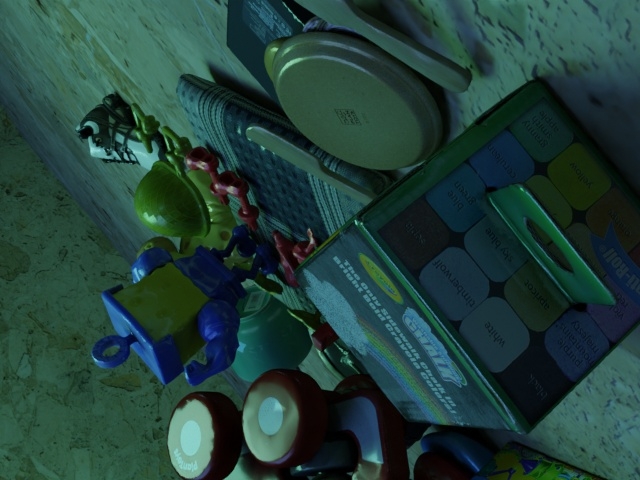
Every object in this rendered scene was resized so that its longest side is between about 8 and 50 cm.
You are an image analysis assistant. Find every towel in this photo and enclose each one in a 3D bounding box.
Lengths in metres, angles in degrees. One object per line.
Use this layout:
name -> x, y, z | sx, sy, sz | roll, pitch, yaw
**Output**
towel -> 0.000, 0.000, 0.793 | 0.312, 0.056, 0.324 | 32, 152, 41

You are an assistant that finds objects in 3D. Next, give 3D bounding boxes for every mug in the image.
mug -> -0.093, 0.119, 1.116 | 0.157, 0.129, 0.097 | 29, 149, 52

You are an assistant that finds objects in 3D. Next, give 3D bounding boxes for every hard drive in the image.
hard drive -> -0.035, -0.156, 0.585 | 0.094, 0.022, 0.135 | 49, 163, 8

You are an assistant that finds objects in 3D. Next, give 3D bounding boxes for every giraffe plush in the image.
giraffe plush -> -0.175, 0.027, 1.067 | 0.210, 0.170, 0.181 | 36, 157, 41

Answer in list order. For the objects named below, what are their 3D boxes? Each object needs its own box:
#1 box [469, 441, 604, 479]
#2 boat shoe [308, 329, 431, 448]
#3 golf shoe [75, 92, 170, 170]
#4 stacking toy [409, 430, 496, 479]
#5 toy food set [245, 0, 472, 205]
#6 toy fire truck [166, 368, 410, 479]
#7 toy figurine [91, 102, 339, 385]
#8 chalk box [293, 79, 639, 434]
box -> 0.176, 0.351, 0.618 | 0.177, 0.290, 0.279 | 55, 164, -11
boat shoe -> 0.063, 0.153, 0.939 | 0.065, 0.075, 0.206 | -47, 70, 29
golf shoe -> -0.298, -0.140, 1.182 | 0.198, 0.094, 0.077 | 39, 158, 32
stacking toy -> 0.092, 0.365, 0.842 | 0.175, 0.302, 0.166 | 48, 163, 8
toy food set -> 0.022, -0.098, 0.510 | 0.132, 0.039, 0.192 | 31, 155, -3
toy fire truck -> -0.027, 0.280, 0.832 | 0.302, 0.169, 0.254 | -23, 66, 38
toy figurine -> -0.170, 0.034, 0.818 | 0.362, 0.217, 0.191 | 37, 156, 34
chalk box -> 0.091, 0.013, 0.424 | 0.132, 0.132, 0.213 | 52, 162, 1
